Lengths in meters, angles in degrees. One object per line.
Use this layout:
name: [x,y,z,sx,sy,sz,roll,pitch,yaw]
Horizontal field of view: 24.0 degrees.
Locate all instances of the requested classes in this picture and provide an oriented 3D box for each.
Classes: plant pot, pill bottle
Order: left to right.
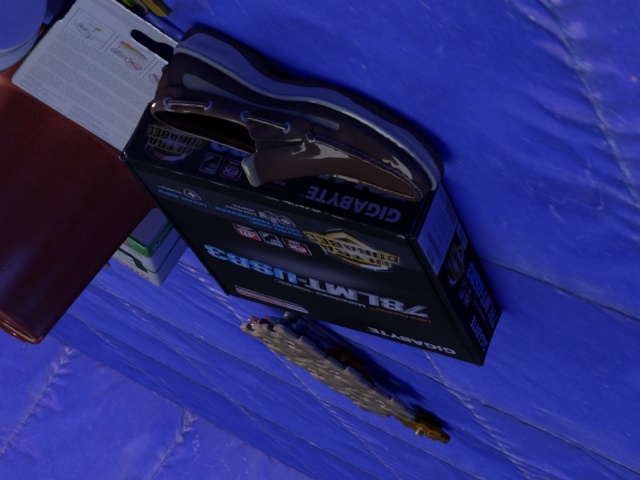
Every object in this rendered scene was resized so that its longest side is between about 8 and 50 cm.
pill bottle: [-0.324,-0.208,1.390,0.121,0.121,0.221,37,166,-16]
plant pot: [-0.307,-0.051,1.592,0.272,0.265,0.272,31,166,8]

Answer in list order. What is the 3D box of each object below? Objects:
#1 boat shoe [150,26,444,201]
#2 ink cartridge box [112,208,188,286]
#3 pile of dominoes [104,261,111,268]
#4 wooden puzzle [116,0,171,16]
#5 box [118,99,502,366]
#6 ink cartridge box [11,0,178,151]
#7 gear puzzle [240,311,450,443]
boat shoe: [-0.026,-0.079,1.218,0.257,0.095,0.095,26,165,26]
ink cartridge box: [-0.246,-0.035,1.884,0.153,0.087,0.208,32,167,8]
pile of dominoes: [-0.397,-0.057,2.078,0.196,0.040,0.251,48,179,-44]
wooden puzzle: [-0.184,-0.219,1.266,0.116,0.014,0.078,22,162,39]
box: [0.000,0.000,1.398,0.296,0.073,0.293,16,158,24]
ink cartridge box: [-0.167,-0.156,1.387,0.181,0.056,0.225,33,149,-16]
gear puzzle: [0.056,0.192,2.100,0.339,0.044,0.175,35,165,-18]
